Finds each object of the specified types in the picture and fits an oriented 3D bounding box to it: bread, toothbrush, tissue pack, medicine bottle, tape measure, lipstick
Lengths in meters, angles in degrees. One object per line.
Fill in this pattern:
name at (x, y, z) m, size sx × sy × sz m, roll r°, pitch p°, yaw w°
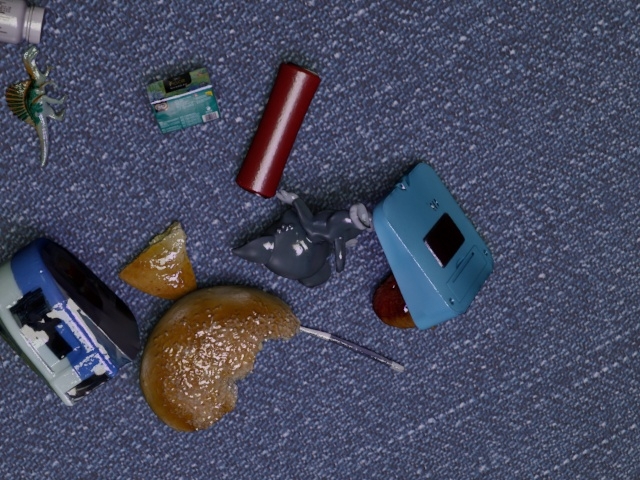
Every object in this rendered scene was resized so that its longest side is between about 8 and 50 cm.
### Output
bread at (-0.200, 0.191, 1.889) m, size 0.314 × 0.171 × 0.192 m, roll -39°, pitch 119°, yaw -1°
toothbrush at (0.036, 0.192, 2.017) m, size 0.288 × 0.024 × 0.026 m, roll 24°, pitch 84°, yaw -14°
tissue pack at (-0.240, -0.250, 1.836) m, size 0.111 × 0.079 × 0.085 m, roll -18°, pitch 141°, yaw -4°
bread at (-0.299, 0.050, 1.908) m, size 0.136 × 0.054 × 0.154 m, roll -11°, pitch 103°, yaw -4°
medicine bottle at (-0.532, -0.370, 1.749) m, size 0.140 × 0.079 × 0.079 m, roll 9°, pitch 102°, yaw -13°
tape measure at (-0.445, 0.129, 1.791) m, size 0.138 × 0.259 × 0.262 m, roll -42°, pitch 106°, yaw 2°
lipstick at (-0.076, -0.196, 1.874) m, size 0.080 × 0.080 × 0.241 m, roll 21°, pitch 99°, yaw -14°

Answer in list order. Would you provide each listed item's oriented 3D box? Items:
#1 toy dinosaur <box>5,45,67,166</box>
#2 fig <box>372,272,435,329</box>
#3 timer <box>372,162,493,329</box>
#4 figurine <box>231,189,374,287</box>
toy dinosaur at (-0.494, -0.233, 1.814) m, size 0.106 × 0.044 × 0.187 m, roll 24°, pitch 111°, yaw -1°
fig at (0.172, 0.111, 1.994) m, size 0.153 × 0.119 × 0.119 m, roll 9°, pitch 106°, yaw -56°
timer at (0.190, 0.005, 1.906) m, size 0.091 × 0.232 × 0.250 m, roll -25°, pitch 101°, yaw 37°
figurine at (0.002, 0.004, 1.873) m, size 0.193 × 0.265 × 0.140 m, roll 26°, pitch 73°, yaw -39°
